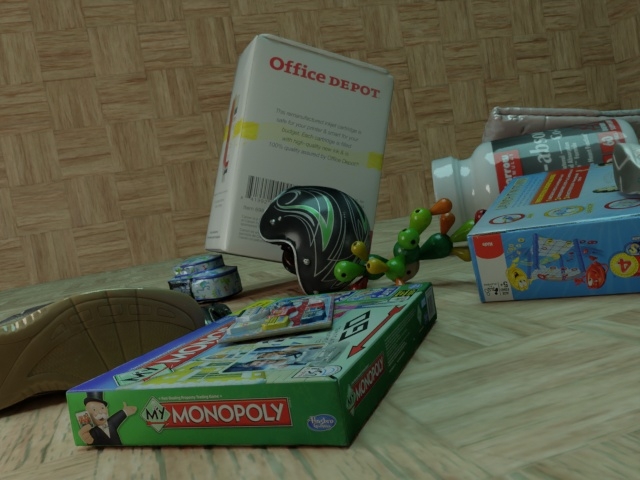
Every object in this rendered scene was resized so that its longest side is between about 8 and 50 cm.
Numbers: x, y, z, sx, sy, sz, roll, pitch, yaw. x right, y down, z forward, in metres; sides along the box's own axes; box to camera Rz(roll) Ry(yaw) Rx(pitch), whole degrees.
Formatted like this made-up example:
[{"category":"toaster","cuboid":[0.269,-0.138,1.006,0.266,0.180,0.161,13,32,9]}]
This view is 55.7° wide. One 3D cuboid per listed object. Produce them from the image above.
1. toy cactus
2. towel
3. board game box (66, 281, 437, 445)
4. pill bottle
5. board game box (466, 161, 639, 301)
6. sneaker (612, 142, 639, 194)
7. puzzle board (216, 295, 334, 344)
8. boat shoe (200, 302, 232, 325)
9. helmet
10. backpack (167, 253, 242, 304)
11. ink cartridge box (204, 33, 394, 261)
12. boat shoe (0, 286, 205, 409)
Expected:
[{"category":"toy cactus","cuboid":[0.129,0.029,0.860,0.219,0.112,0.180,-28,-17,-8]},{"category":"towel","cuboid":[0.495,-0.163,1.327,0.317,0.053,0.331,0,-34,2]},{"category":"board game box","cuboid":[-0.029,0.098,0.546,0.214,0.046,0.317,-7,4,21]},{"category":"pill bottle","cuboid":[0.413,-0.103,1.184,0.363,0.210,0.210,-9,4,15]},{"category":"board game box","cuboid":[0.371,-0.029,0.750,0.302,0.086,0.308,-8,14,30]},{"category":"sneaker","cuboid":[0.361,-0.072,0.644,0.061,0.053,0.152,-9,20,2]},{"category":"puzzle board","cuboid":[-0.036,0.069,0.557,0.097,0.011,0.128,-9,3,3]},{"category":"boat shoe","cuboid":[-0.125,0.096,0.717,0.049,0.056,0.152,-16,5,-14]},{"category":"helmet","cuboid":[0.000,0.000,0.958,0.162,0.169,0.169,29,26,32]},{"category":"backpack","cuboid":[-0.206,0.070,1.094,0.115,0.084,0.105,-5,8,22]},{"category":"ink cartridge box","cuboid":[-0.038,-0.146,1.138,0.280,0.384,0.160,11,-4,-22]},{"category":"boat shoe","cuboid":[-0.262,0.105,0.610,0.286,0.102,0.092,-17,10,-14]}]
